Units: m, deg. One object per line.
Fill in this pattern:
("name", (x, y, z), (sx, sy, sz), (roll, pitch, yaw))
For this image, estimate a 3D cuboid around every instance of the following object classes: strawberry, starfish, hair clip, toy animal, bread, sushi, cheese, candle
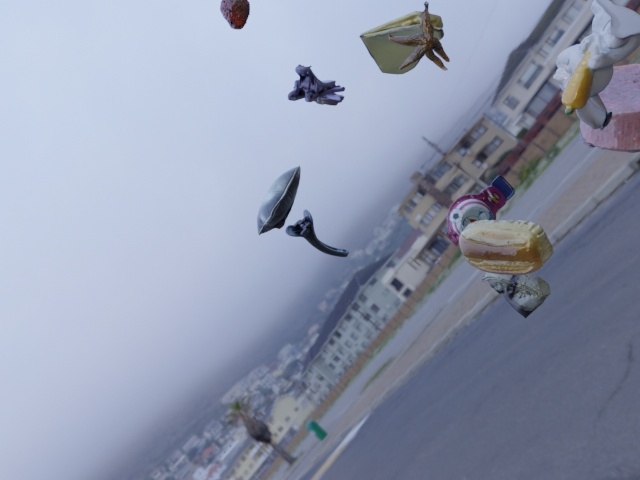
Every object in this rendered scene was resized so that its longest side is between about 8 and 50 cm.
("strawberry", (-0.225, -0.614, 1.607), (0.083, 0.083, 0.096), (-33, -49, -58))
("starfish", (0.200, -0.396, 1.173), (0.041, 0.133, 0.130), (-108, 19, -63))
("hair clip", (-0.018, -0.406, 1.620), (0.278, 0.137, 0.090), (-15, -62, -70))
("toy animal", (0.399, -0.235, 0.871), (0.181, 0.127, 0.131), (106, 165, -53))
("bread", (0.483, 0.019, 1.591), (0.236, 0.139, 0.106), (3, 37, 49))
("sushi", (0.736, 0.153, 2.283), (0.134, 0.273, 0.109), (-43, -15, -24))
("hair clip", (0.000, 0.000, 1.669), (0.083, 0.048, 0.275), (-47, -34, 3))
("cheese", (0.475, -0.086, 1.790), (0.244, 0.155, 0.062), (-44, 8, 0))
("candle", (0.706, -0.324, 1.334), (0.317, 0.287, 0.131), (-20, -59, -11))

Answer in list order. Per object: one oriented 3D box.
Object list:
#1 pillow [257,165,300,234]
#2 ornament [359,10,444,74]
("pillow", (-0.079, -0.075, 1.124), (0.091, 0.055, 0.135), (77, -147, -61))
("ornament", (0.176, -0.467, 1.407), (0.201, 0.180, 0.059), (145, 126, -66))
